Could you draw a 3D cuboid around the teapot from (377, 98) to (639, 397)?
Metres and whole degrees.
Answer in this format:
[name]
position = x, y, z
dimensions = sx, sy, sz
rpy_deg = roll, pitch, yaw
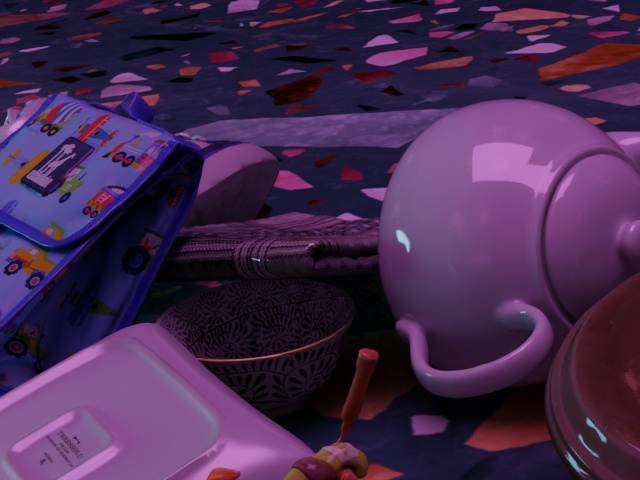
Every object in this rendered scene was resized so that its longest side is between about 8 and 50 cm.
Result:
[teapot]
position = 0.179, 0.005, 1.288
dimensions = 0.252, 0.256, 0.187
rpy_deg = 12, -6, -40

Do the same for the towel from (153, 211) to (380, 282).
[towel]
position = 0.000, 0.000, 1.462
dimensions = 0.324, 0.056, 0.312
rpy_deg = -4, 1, -43

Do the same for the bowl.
[bowl]
position = -0.050, 0.099, 1.357
dimensions = 0.170, 0.080, 0.170
rpy_deg = -7, 21, 3

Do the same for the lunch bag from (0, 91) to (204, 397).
[lunch bag]
position = -0.229, -0.001, 1.403
dimensions = 0.221, 0.138, 0.293
rpy_deg = 20, 71, 50

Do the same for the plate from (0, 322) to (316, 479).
[plate]
position = -0.180, 0.164, 1.165
dimensions = 0.278, 0.045, 0.277
rpy_deg = -31, 33, -19

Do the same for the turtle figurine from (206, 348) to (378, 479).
[turtle figurine]
position = -0.035, 0.202, 0.905
dimensions = 0.087, 0.269, 0.217
rpy_deg = 23, 27, -33

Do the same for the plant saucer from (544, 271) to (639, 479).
[plant saucer]
position = 0.287, 0.089, 1.089
dimensions = 0.278, 0.041, 0.278
rpy_deg = -9, 36, 7

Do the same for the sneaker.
[sneaker]
position = -0.205, -0.085, 1.668
dimensions = 0.236, 0.130, 0.323
rpy_deg = 35, 26, 16
